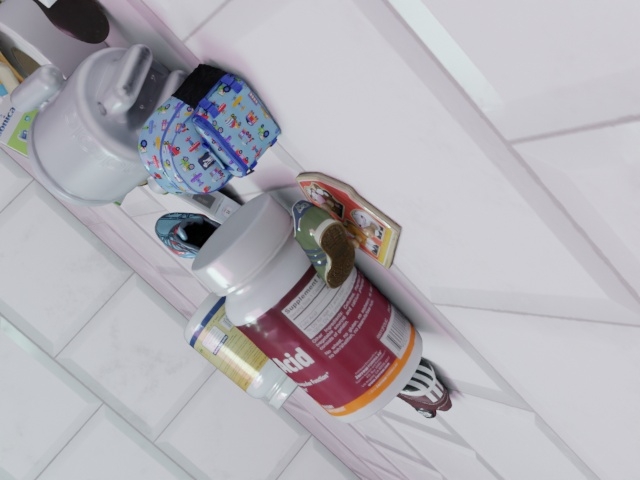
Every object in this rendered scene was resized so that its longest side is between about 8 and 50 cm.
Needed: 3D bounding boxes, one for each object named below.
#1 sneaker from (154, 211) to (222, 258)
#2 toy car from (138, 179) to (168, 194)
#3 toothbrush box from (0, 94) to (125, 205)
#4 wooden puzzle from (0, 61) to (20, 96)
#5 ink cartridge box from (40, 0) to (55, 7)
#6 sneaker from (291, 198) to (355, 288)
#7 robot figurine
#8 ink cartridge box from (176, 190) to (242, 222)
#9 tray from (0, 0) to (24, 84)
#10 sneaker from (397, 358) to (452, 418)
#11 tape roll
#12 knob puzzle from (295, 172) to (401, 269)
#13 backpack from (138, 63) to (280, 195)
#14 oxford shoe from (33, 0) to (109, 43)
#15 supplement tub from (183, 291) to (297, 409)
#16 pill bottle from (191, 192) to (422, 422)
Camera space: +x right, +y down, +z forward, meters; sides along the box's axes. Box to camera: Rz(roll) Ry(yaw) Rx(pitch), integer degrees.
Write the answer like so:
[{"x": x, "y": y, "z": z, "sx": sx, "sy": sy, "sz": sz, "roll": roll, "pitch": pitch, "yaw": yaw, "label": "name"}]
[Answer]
[{"x": -0.253, "y": -0.021, "z": 1.729, "sx": 0.262, "sy": 0.104, "sz": 0.125, "roll": 17, "pitch": 161, "yaw": 36, "label": "sneaker"}, {"x": -0.301, "y": -0.169, "z": 1.605, "sx": 0.155, "sy": 0.149, "sz": 0.188, "roll": 28, "pitch": -173, "yaw": 14, "label": "toy car"}, {"x": -0.570, "y": -0.204, "z": 1.908, "sx": 0.283, "sy": 0.122, "sz": 0.206, "roll": 29, "pitch": 175, "yaw": 4, "label": "toothbrush box"}, {"x": -0.637, "y": -0.366, "z": 1.583, "sx": 0.239, "sy": 0.044, "sz": 0.221, "roll": 54, "pitch": 167, "yaw": 7, "label": "wooden puzzle"}, {"x": -0.443, "y": -0.454, "z": 1.177, "sx": 0.218, "sy": 0.092, "sz": 0.158, "roll": 38, "pitch": 164, "yaw": 4, "label": "ink cartridge box"}, {"x": 0.000, "y": 0.000, "z": 1.325, "sx": 0.086, "sy": 0.064, "sz": 0.192, "roll": 42, "pitch": 165, "yaw": 25, "label": "sneaker"}, {"x": -0.349, "y": -0.178, "z": 1.378, "sx": 0.300, "sy": 0.200, "sz": 0.353, "roll": 34, "pitch": 143, "yaw": -24, "label": "robot figurine"}, {"x": -0.205, "y": -0.064, "z": 1.775, "sx": 0.189, "sy": 0.066, "sz": 0.232, "roll": 28, "pitch": -179, "yaw": 36, "label": "ink cartridge box"}, {"x": -0.712, "y": -0.458, "z": 1.806, "sx": 0.203, "sy": 0.076, "sz": 0.411, "roll": 22, "pitch": 155, "yaw": 47, "label": "tray"}, {"x": 0.167, "y": 0.309, "z": 1.788, "sx": 0.162, "sy": 0.106, "sz": 0.281, "roll": 46, "pitch": 163, "yaw": -28, "label": "sneaker"}, {"x": -0.482, "y": -0.331, "z": 1.573, "sx": 0.286, "sy": 0.100, "sz": 0.286, "roll": 36, "pitch": 163, "yaw": 13, "label": "tape roll"}, {"x": 0.033, "y": -0.036, "z": 1.314, "sx": 0.213, "sy": 0.030, "sz": 0.213, "roll": 37, "pitch": 164, "yaw": 13, "label": "knob puzzle"}, {"x": -0.166, "y": -0.144, "z": 1.220, "sx": 0.117, "sy": 0.173, "sz": 0.158, "roll": 25, "pitch": 157, "yaw": 43, "label": "backpack"}, {"x": -0.418, "y": -0.392, "z": 1.364, "sx": 0.212, "sy": 0.076, "sz": 0.076, "roll": 38, "pitch": -166, "yaw": 2, "label": "oxford shoe"}, {"x": -0.169, "y": 0.264, "z": 2.193, "sx": 0.316, "sy": 0.228, "sz": 0.228, "roll": 39, "pitch": 164, "yaw": 6, "label": "supplement tub"}, {"x": -0.024, "y": 0.118, "z": 1.493, "sx": 0.392, "sy": 0.224, "sz": 0.224, "roll": 45, "pitch": 163, "yaw": -16, "label": "pill bottle"}]
